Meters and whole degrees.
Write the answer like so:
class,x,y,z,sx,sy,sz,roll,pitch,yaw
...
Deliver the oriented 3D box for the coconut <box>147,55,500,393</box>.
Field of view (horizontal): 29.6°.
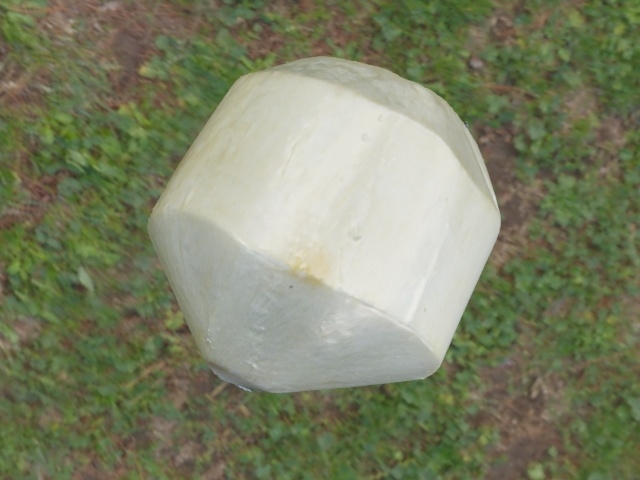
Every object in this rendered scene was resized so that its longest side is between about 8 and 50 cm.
class,x,y,z,sx,sy,sz,roll,pitch,yaw
coconut,0.000,0.000,1.095,0.323,0.323,0.323,-10,112,-25
